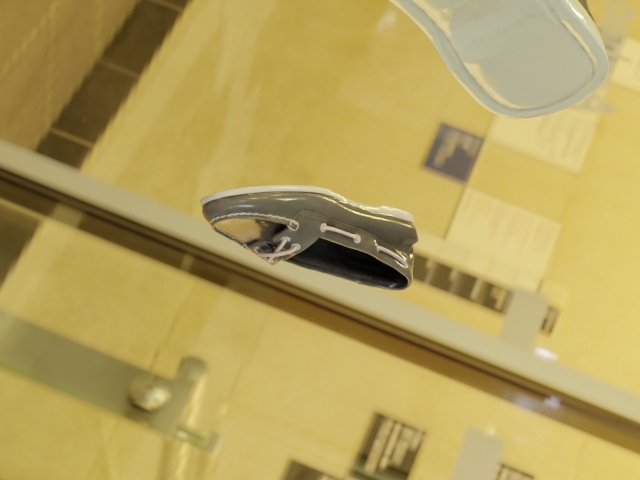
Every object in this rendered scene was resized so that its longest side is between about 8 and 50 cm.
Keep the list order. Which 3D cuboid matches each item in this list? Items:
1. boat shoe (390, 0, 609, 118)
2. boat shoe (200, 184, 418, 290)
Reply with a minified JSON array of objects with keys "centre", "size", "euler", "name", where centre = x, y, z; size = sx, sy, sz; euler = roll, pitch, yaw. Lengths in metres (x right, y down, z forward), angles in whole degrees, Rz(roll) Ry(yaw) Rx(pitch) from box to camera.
[{"centre":[0.073,-0.177,0.760],"size":[0.305,0.109,0.091],"euler":[45,31,-53],"name":"boat shoe"},{"centre":[0.000,0.000,1.726],"size":[0.112,0.335,0.095],"euler":[-21,-111,42],"name":"boat shoe"}]
